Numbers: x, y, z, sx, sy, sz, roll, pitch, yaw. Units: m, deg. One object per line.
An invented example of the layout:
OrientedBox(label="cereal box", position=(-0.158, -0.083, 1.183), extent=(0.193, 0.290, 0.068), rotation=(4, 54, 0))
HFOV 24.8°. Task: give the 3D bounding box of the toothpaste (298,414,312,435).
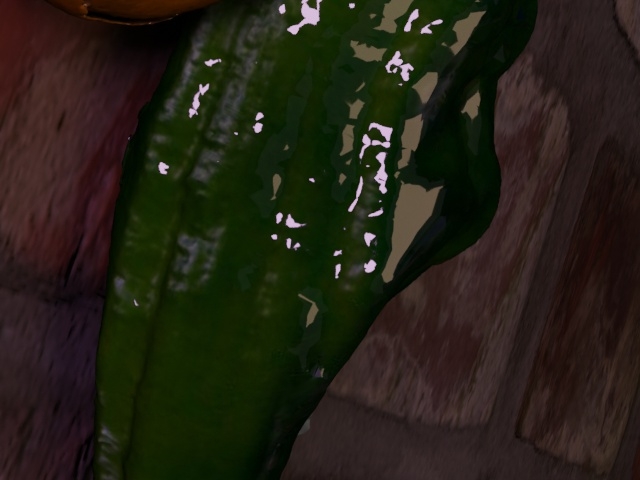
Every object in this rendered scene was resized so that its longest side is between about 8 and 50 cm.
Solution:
OrientedBox(label="toothpaste", position=(0.000, 0.000, 0.957), extent=(0.075, 0.048, 0.297), rotation=(-17, 122, -60))

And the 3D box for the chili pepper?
OrientedBox(label="chili pepper", position=(-0.002, -0.013, 0.791), extent=(0.213, 0.167, 0.385), rotation=(5, 109, -49))

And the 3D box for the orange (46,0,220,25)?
OrientedBox(label="orange", position=(-0.074, -0.169, 0.643), extent=(0.156, 0.134, 0.156), rotation=(-26, 162, -9))
